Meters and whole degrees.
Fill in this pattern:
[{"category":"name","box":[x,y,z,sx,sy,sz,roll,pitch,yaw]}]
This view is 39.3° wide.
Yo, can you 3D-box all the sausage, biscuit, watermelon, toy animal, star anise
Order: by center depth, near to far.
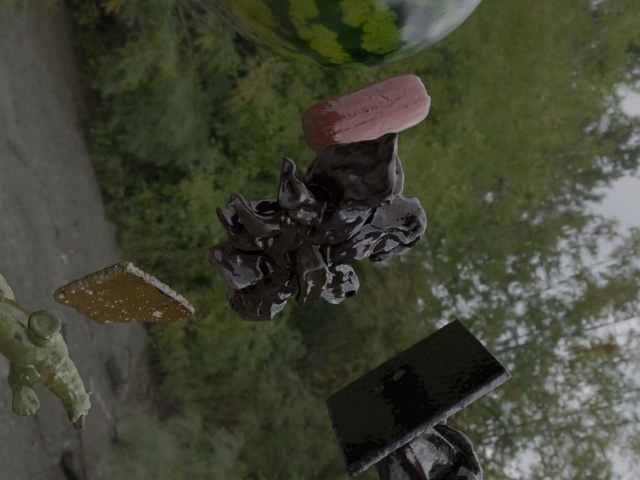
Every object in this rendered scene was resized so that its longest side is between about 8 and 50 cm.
[{"category":"watermelon","box":[0.013,-0.275,0.688,0.285,0.285,0.285,165,-90,-87]},{"category":"star anise","box":[-0.001,0.004,0.848,0.220,0.214,0.099,88,-11,-55]},{"category":"sausage","box":[0.052,-0.136,0.965,0.062,0.154,0.062,40,-37,39]},{"category":"toy animal","box":[-0.328,0.112,0.983,0.219,0.103,0.101,41,-14,8]},{"category":"biscuit","box":[-0.300,0.095,1.398,0.237,0.131,0.026,49,23,-64]}]

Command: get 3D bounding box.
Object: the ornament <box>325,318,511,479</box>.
[{"category":"ornament","box":[0.121,0.204,0.809,0.196,0.153,0.166,59,1,-14]}]
